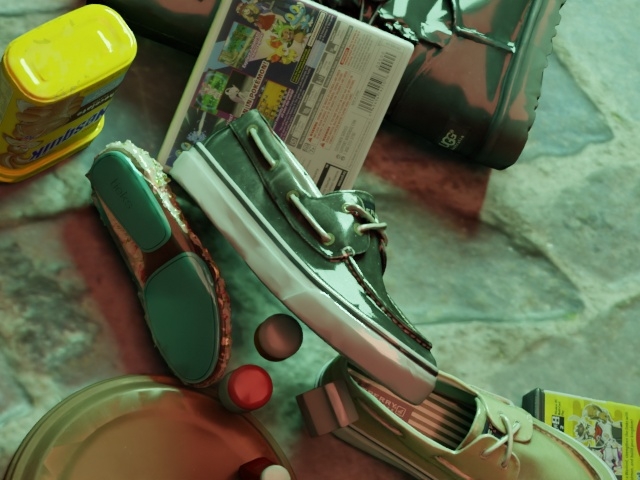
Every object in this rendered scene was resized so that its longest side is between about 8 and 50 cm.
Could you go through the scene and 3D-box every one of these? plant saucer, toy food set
[{"bbox_3d":[-0.137,0.245,1.396,0.278,0.041,0.277,7,68,-18],"label":"plant saucer"},{"bbox_3d":[-0.011,0.175,1.375,0.111,0.104,0.232,-20,85,-15],"label":"toy food set"}]

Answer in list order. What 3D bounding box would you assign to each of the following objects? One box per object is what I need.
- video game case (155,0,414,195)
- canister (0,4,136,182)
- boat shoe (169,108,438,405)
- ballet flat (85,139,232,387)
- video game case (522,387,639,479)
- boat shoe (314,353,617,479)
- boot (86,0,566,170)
[{"bbox_3d":[-0.035,-0.127,1.526,0.183,0.023,0.201,21,104,-13],"label":"video game case"},{"bbox_3d":[-0.237,-0.129,1.431,0.126,0.170,0.073,-31,83,-28],"label":"canister"},{"bbox_3d":[0.000,0.000,1.414,0.119,0.121,0.335,-45,63,1],"label":"boat shoe"},{"bbox_3d":[-0.132,0.017,1.468,0.241,0.091,0.077,67,19,10],"label":"ballet flat"},{"bbox_3d":[0.308,0.293,1.554,0.248,0.035,0.274,11,66,-17],"label":"video game case"},{"bbox_3d":[0.135,0.185,1.472,0.302,0.094,0.109,22,67,-2],"label":"boat shoe"},{"bbox_3d":[0.026,-0.302,1.633,0.445,0.146,0.367,19,62,-8],"label":"boot"}]
